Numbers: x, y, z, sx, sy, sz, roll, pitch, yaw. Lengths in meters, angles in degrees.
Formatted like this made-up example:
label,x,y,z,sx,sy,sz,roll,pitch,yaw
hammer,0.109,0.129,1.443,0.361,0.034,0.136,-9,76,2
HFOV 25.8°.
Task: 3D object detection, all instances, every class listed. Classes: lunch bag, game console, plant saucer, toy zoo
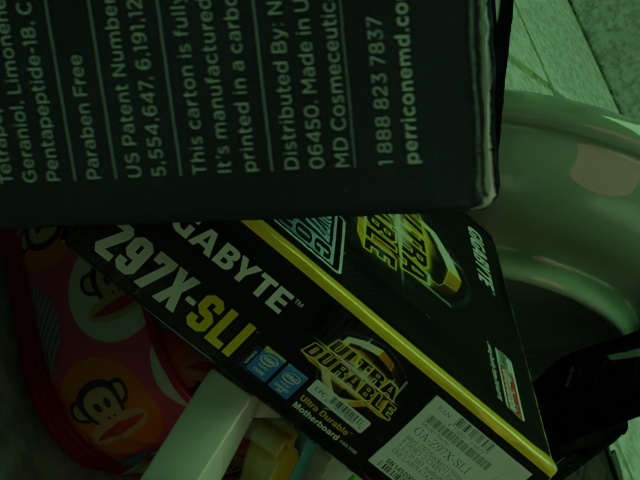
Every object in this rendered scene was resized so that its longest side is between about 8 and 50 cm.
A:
label,x,y,z,sx,sy,sz,roll,pitch,yaw
lunch bag,-0.077,0.030,0.920,0.293,0.120,0.258,24,42,-55
game console,0.208,0.153,1.141,0.213,0.361,0.044,-13,66,-27
plant saucer,0.142,0.027,1.098,0.400,0.401,0.100,38,55,-44
toy zoo,-0.041,0.160,0.779,0.030,0.192,0.293,33,11,26

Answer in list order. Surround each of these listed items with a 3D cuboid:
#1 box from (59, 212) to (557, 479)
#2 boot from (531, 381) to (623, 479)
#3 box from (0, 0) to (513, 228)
label,x,y,z,sx,sy,sz,roll,pitch,yaw
box,0.000,0.000,0.800,0.257,0.079,0.322,38,17,-12
boot,0.239,0.227,1.406,0.263,0.091,0.229,62,22,-5
box,-0.121,-0.148,0.593,0.293,0.396,0.211,-70,155,-67
